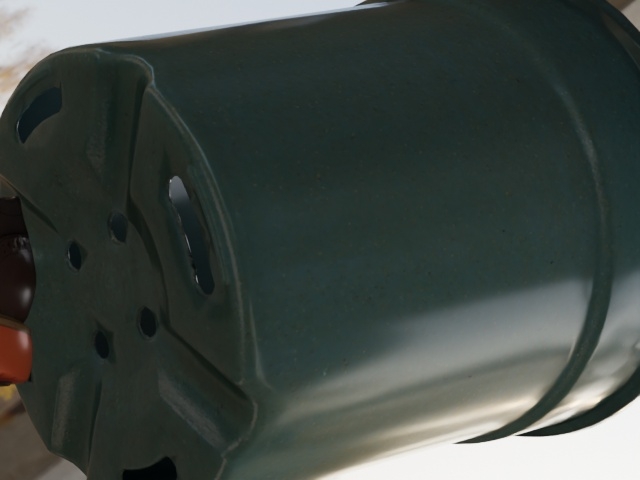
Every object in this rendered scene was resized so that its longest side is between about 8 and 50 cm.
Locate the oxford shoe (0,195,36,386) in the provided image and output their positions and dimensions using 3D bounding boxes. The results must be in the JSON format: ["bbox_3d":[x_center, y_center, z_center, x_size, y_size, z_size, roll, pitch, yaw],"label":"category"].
[{"bbox_3d":[-0.189,-0.013,0.370,0.096,0.098,0.271,1,-15,12],"label":"oxford shoe"}]

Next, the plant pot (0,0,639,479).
[{"bbox_3d":[0.000,0.000,0.656,0.341,0.334,0.341,13,-72,46],"label":"plant pot"}]
